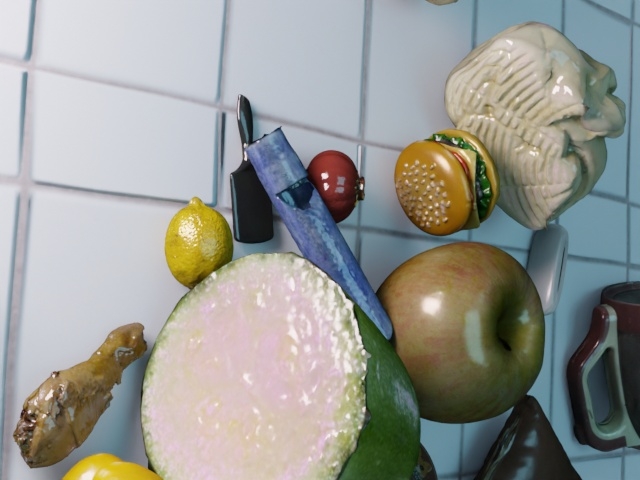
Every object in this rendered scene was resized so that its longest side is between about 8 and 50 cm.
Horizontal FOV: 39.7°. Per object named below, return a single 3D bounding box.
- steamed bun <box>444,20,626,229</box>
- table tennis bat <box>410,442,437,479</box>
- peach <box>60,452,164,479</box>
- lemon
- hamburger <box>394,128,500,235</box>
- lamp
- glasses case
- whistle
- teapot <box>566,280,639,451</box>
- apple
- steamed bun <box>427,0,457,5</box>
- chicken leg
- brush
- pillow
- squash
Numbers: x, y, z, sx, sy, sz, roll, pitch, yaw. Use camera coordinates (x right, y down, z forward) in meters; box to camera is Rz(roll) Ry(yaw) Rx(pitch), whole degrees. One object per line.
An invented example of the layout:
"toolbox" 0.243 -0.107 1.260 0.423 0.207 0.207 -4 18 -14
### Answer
"steamed bun" 0.332 -0.196 1.380 0.206 0.275 0.320 -46 154 -45
"table tennis bat" 0.087 0.361 1.297 0.107 0.119 0.170 58 26 7
"peach" -0.209 0.308 0.927 0.103 0.179 0.179 -33 111 -58
"lemon" -0.144 0.003 1.055 0.082 0.082 0.111 4 86 -41
"hamburger" 0.184 -0.083 1.304 0.115 0.162 0.162 -24 104 -33
"lamp" 0.015 -0.071 1.192 0.101 0.090 0.101 0 90 -86
"glasses case" 0.391 0.050 1.539 0.041 0.063 0.164 23 73 -39
"whistle" 0.000 0.000 1.135 0.062 0.062 0.304 -34 97 -37
"teapot" 0.603 0.249 1.640 0.314 0.233 0.312 -5 97 -12
"apple" 0.180 0.127 1.237 0.256 0.234 0.257 3 85 -39
"steamed bun" 0.129 -0.432 1.274 0.155 0.172 0.141 -5 54 -11
"chicken leg" -0.254 0.159 0.966 0.198 0.069 0.085 -49 121 -39
"brush" -0.093 -0.092 1.148 0.063 0.016 0.193 -4 91 -41
"pillow" 0.333 0.461 1.445 0.308 0.108 0.305 -53 126 -27
"squash" 0.000 0.196 1.059 0.309 0.310 0.310 25 72 -53
